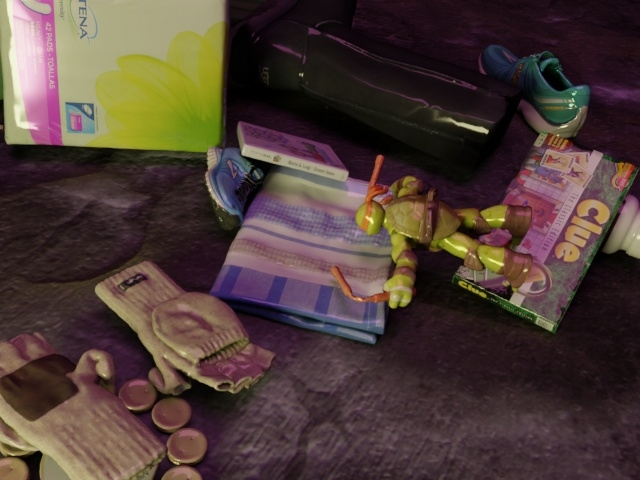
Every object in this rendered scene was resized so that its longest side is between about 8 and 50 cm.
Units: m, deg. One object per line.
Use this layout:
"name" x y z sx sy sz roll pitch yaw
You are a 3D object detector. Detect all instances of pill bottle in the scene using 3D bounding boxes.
"pill bottle" 0.372 -0.035 0.930 0.152 0.086 0.086 26 42 20

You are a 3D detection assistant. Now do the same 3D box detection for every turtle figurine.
"turtle figurine" 0.134 -0.024 0.807 0.217 0.087 0.269 10 40 3

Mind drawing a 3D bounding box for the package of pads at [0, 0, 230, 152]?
"package of pads" -0.274 -0.244 0.931 0.297 0.229 0.101 1 21 -11

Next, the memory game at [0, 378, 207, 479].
"memory game" -0.190 0.192 0.594 0.186 0.012 0.186 6 38 -5

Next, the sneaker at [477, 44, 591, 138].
"sneaker" 0.388 -0.290 1.229 0.107 0.110 0.275 -11 42 -23

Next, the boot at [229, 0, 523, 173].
"boot" 0.129 -0.306 1.159 0.445 0.146 0.367 21 50 20

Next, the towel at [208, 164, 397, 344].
"towel" 0.000 0.000 0.853 0.209 0.034 0.285 13 39 5

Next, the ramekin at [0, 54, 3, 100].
"ramekin" -0.572 -0.316 1.023 0.304 0.148 0.303 5 37 -4

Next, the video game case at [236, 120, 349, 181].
"video game case" -0.043 -0.126 0.951 0.143 0.019 0.157 13 18 -14

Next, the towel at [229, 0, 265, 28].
"towel" -0.247 -0.371 1.079 0.248 0.038 0.325 1 -2 -29

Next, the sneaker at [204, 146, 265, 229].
"sneaker" -0.109 -0.079 0.889 0.073 0.063 0.162 -12 41 1

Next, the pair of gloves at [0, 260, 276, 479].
"pair of gloves" -0.182 0.121 0.641 0.204 0.042 0.240 26 39 24

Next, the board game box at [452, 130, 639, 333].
"board game box" 0.287 -0.020 0.863 0.136 0.030 0.259 27 66 19

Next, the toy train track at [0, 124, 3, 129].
"toy train track" -0.483 -0.176 0.984 0.048 0.014 0.083 -5 41 -18
